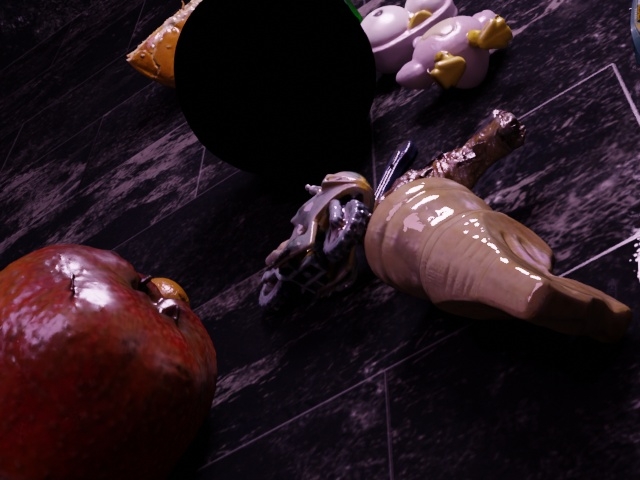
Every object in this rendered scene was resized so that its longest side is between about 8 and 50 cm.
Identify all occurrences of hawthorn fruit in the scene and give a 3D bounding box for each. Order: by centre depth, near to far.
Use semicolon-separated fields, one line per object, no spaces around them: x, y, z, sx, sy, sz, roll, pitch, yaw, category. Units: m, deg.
-0.279;0.192;1.319;0.369;0.285;0.285;-65;28;1;hawthorn fruit

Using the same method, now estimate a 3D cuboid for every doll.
0.152;-0.278;1.657;0.160;0.094;0.365;-37;27;-1;doll

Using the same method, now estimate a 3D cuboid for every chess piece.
0.160;0.028;1.119;0.137;0.137;0.301;-43;25;-6;chess piece

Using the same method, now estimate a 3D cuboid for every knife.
0.092;-0.082;1.512;0.031;0.018;0.121;-16;37;43;knife

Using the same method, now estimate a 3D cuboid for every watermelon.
-0.063;-0.229;1.653;0.285;0.285;0.285;-31;27;18;watermelon

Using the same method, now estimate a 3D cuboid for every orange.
-0.212;0.089;1.576;0.085;0.085;0.085;-31;27;18;orange

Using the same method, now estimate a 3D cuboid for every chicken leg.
0.144;-0.062;1.320;0.196;0.080;0.125;-45;15;-2;chicken leg

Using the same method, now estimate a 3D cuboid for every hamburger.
-0.215;-0.380;2.233;0.283;0.156;0.144;-39;7;-1;hamburger

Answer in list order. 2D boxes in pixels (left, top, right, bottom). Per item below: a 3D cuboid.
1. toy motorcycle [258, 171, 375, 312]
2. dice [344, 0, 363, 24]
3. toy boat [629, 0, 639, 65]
-0.001;0.000;1.407;0.229;0.094;0.129;-40;29;50;toy motorcycle
-0.010;-0.312;1.877;0.128;0.131;0.120;-8;40;45;dice
0.375;-0.233;1.333;0.060;0.055;0.141;-29;27;35;toy boat
